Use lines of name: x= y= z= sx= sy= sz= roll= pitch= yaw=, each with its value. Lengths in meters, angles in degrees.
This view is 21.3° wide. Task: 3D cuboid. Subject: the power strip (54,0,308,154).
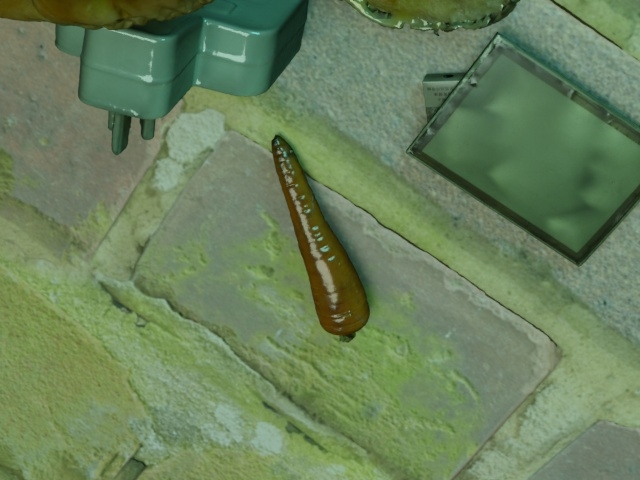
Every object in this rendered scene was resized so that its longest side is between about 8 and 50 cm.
power strip: x=-0.154 y=-0.192 z=1.700 sx=0.230 sy=0.261 sz=0.141 roll=15 pitch=121 yaw=9

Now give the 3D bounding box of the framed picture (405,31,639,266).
framed picture: x=0.228 y=-0.091 z=1.764 sx=0.231 sy=0.010 sz=0.173 roll=34 pitch=120 yaw=-9

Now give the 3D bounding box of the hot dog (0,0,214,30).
hot dog: x=-0.198 y=-0.369 z=1.494 sx=0.367 sy=0.196 sz=0.365 roll=-6 pitch=89 yaw=15

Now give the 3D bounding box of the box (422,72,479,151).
box: x=0.138 y=-0.134 z=1.780 sx=0.053 sy=0.024 sz=0.083 roll=-1 pitch=117 yaw=18

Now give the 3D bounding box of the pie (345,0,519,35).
pie: x=0.087 y=-0.311 z=1.650 sx=0.274 sy=0.055 sz=0.274 roll=19 pitch=140 yaw=17

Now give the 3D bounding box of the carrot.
carrot: x=0.000 y=0.000 z=1.886 sx=0.061 sy=0.061 sz=0.256 roll=-10 pitch=110 yaw=23
